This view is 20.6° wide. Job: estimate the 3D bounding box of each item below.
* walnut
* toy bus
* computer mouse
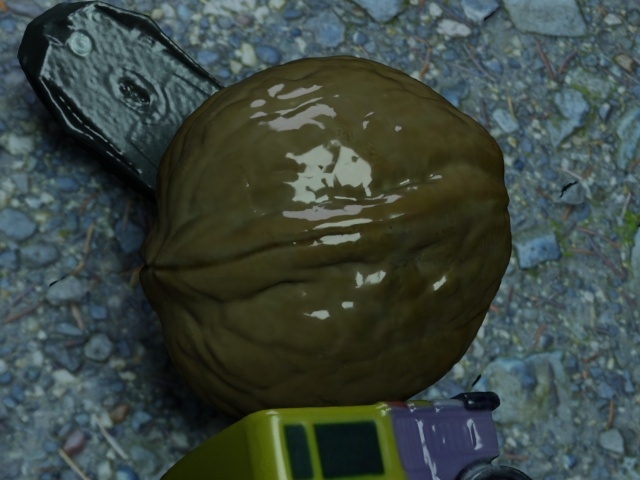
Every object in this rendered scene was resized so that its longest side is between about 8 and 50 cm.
[{"bbox_3d":[0.002,0.000,1.383,0.313,0.277,0.252,-12,35,-37],"label":"walnut"},{"bbox_3d":[0.034,0.346,1.236,0.249,0.209,0.440,1,69,-29],"label":"toy bus"},{"bbox_3d":[-0.155,-0.108,1.480,0.231,0.071,0.126,38,67,-17],"label":"computer mouse"}]
